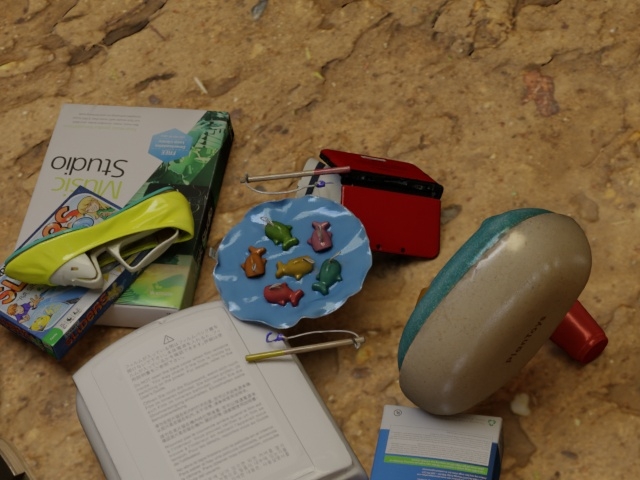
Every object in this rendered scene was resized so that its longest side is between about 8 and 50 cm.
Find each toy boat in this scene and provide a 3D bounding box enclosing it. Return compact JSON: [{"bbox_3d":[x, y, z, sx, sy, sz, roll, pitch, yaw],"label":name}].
[{"bbox_3d":[0.201,0.071,1.763,0.148,0.318,0.267,47,110,27],"label":"toy boat"}]

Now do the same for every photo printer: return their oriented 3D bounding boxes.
[{"bbox_3d":[-0.125,0.209,1.789,0.256,0.107,0.307,-24,53,-12],"label":"photo printer"}]

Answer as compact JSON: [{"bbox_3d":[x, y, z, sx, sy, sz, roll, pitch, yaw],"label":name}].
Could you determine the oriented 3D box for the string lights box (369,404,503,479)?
[{"bbox_3d":[0.112,0.308,1.699,0.133,0.077,0.259,6,53,12],"label":"string lights box"}]

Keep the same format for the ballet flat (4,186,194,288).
[{"bbox_3d":[-0.253,0.012,1.871,0.231,0.077,0.077,-24,70,-13],"label":"ballet flat"}]

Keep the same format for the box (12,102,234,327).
[{"bbox_3d":[-0.253,-0.035,2.029,0.232,0.058,0.322,3,55,10],"label":"box"}]

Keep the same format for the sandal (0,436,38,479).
[{"bbox_3d":[-0.282,0.307,1.751,0.079,0.088,0.240,-16,60,-41],"label":"sandal"}]

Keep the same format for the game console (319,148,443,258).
[{"bbox_3d":[0.071,-0.046,1.971,0.144,0.085,0.124,8,20,-30],"label":"game console"}]

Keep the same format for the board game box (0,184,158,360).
[{"bbox_3d":[-0.301,0.036,1.924,0.136,0.035,0.201,27,61,25],"label":"board game box"}]

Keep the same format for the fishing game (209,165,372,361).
[{"bbox_3d":[-0.036,0.016,1.832,0.189,0.041,0.264,-5,54,9],"label":"fishing game"}]

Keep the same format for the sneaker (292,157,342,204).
[{"bbox_3d":[0.000,0.000,1.956,0.095,0.090,0.235,17,57,3],"label":"sneaker"}]
